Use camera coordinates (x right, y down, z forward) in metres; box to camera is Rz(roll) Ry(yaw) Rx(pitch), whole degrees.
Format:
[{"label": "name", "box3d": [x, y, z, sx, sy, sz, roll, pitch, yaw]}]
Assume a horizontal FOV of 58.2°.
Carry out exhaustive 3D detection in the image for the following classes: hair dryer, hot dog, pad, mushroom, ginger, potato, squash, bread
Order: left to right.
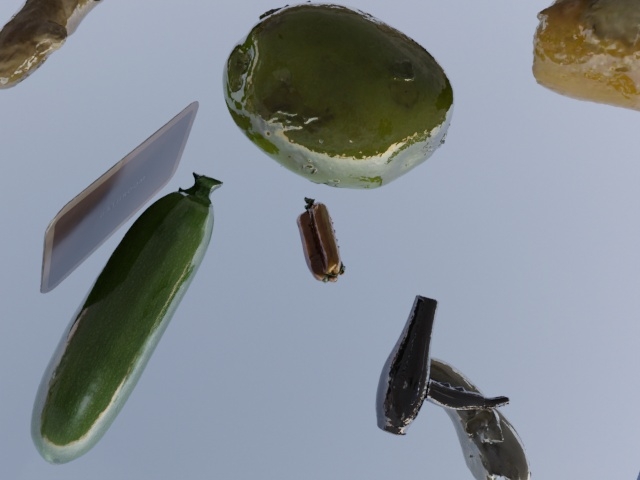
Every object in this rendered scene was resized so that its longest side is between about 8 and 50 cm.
[{"label": "ginger", "box3d": [-0.289, -0.278, 0.632, 0.131, 0.086, 0.295, 8, -124, 9]}, {"label": "pad", "box3d": [-0.237, -0.055, 0.694, 0.002, 0.176, 0.266, 36, -131, -2]}, {"label": "squash", "box3d": [-0.234, 0.087, 0.697, 0.107, 0.107, 0.395, 30, -100, -8]}, {"label": "hot dog", "box3d": [0.000, 0.000, 1.084, 0.055, 0.072, 0.188, 28, -143, -42]}, {"label": "potato", "box3d": [0.022, -0.151, 0.616, 0.253, 0.148, 0.187, 4, -91, -11]}, {"label": "hair dryer", "box3d": [0.191, 0.197, 0.834, 0.219, 0.075, 0.196, 19, -93, -21]}, {"label": "mushroom", "box3d": [0.226, 0.274, 0.905, 0.096, 0.099, 0.278, -41, -95, 14]}, {"label": "bread", "box3d": [0.484, -0.238, 0.730, 0.236, 0.165, 0.375, -16, -148, -41]}]

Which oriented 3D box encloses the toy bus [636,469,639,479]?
[{"label": "toy bus", "box3d": [0.304, 0.183, 0.317, 0.079, 0.236, 0.094, 9, -75, -27]}]
